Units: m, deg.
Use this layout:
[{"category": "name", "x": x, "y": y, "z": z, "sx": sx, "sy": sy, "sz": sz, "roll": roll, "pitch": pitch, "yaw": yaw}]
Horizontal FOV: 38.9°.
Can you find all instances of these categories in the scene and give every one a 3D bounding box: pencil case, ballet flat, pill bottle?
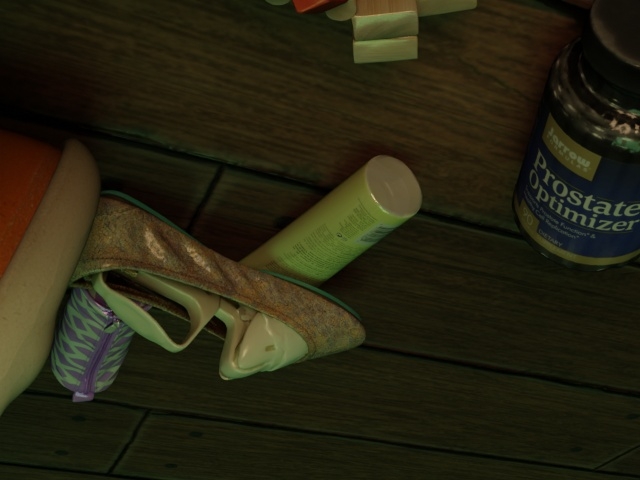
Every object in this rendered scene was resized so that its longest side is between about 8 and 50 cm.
[{"category": "pencil case", "x": -0.225, "y": 0.087, "z": 0.939, "sx": 0.086, "sy": 0.088, "sz": 0.206, "roll": -2, "pitch": 150, "yaw": -26}, {"category": "ballet flat", "x": -0.100, "y": 0.068, "z": 0.857, "sx": 0.316, "sy": 0.106, "sz": 0.107, "roll": 26, "pitch": 144, "yaw": -19}, {"category": "pill bottle", "x": 0.223, "y": -0.081, "z": 0.683, "sx": 0.123, "sy": 0.123, "sz": 0.219, "roll": -2, "pitch": 146, "yaw": -1}]

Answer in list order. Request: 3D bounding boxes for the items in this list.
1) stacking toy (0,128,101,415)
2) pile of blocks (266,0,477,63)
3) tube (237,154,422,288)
[{"category": "stacking toy", "x": -0.431, "y": -0.016, "z": 0.627, "sx": 0.480, "sy": 0.351, "sz": 0.350, "roll": 30, "pitch": 136, "yaw": -20}, {"category": "pile of blocks", "x": -0.041, "y": -0.202, "z": 0.502, "sx": 0.362, "sy": 0.113, "sz": 0.149, "roll": 17, "pitch": 142, "yaw": -26}, {"category": "tube", "x": 0.000, "y": 0.000, "z": 0.857, "sx": 0.062, "sy": 0.070, "sz": 0.240, "roll": -31, "pitch": 174, "yaw": -41}]
